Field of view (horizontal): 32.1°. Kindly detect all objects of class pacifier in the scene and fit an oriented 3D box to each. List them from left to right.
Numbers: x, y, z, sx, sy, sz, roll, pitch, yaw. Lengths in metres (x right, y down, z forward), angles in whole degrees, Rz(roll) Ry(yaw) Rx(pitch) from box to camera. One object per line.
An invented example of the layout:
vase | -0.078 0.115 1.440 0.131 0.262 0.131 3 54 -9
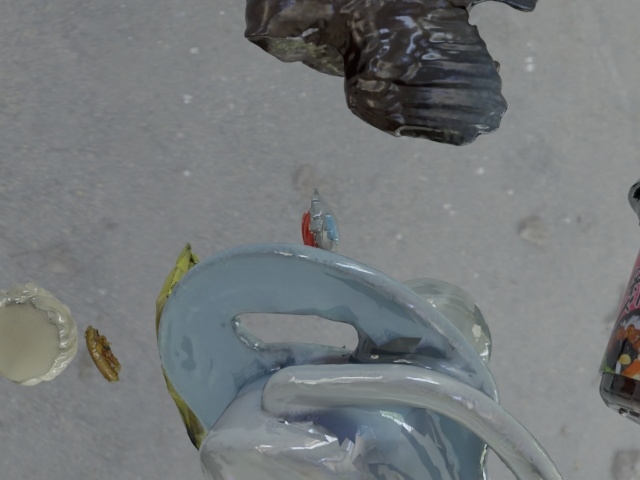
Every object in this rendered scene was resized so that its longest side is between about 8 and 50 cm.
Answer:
pacifier | 0.043 0.099 0.633 0.226 0.238 0.287 -55 132 -47

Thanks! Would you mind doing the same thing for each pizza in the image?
pizza | -0.238 0.123 1.220 0.016 0.083 0.037 -41 147 13

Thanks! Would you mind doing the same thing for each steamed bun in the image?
steamed bun | -0.496 0.151 1.880 0.183 0.106 0.183 -1 111 -2

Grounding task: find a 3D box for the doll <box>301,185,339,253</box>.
doll | 0.001 0.000 1.113 0.057 0.039 0.114 21 66 -62

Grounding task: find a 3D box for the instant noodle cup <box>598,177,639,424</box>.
instant noodle cup | 0.333 0.082 0.869 0.302 0.258 0.181 32 81 -47

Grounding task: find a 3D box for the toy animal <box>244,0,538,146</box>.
toy animal | 0.043 -0.159 0.746 0.179 0.116 0.218 10 46 -27

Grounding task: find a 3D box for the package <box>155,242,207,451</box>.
package | -0.147 0.127 1.335 0.090 0.168 0.226 -9 112 -1

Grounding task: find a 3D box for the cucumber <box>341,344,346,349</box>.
cucumber | -0.044 0.227 1.506 0.220 0.046 0.070 -32 77 -1
